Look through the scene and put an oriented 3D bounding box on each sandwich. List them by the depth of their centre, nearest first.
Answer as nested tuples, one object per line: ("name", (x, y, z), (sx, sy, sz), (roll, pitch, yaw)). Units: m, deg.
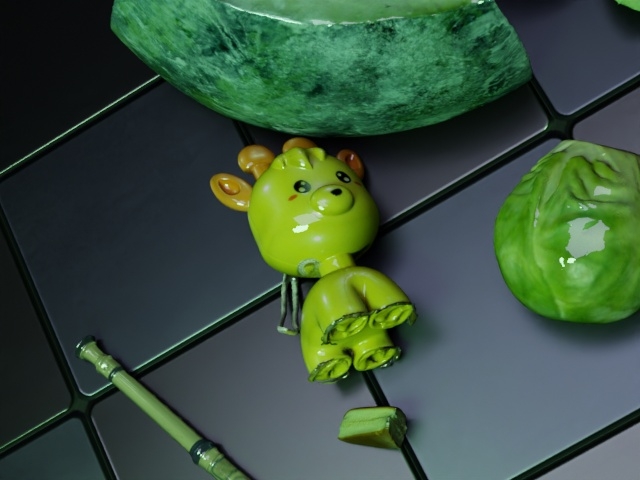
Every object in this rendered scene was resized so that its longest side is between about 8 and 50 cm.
("sandwich", (0.052, 0.157, 1.130), (0.083, 0.044, 0.031), (-15, 58, 58))

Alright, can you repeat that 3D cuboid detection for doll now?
("doll", (0.000, 0.000, 1.155), (0.142, 0.135, 0.221), (-15, 61, -22))

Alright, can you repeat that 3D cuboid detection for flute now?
("flute", (-0.133, 0.161, 1.191), (0.233, 0.027, 0.027), (38, 88, 23))

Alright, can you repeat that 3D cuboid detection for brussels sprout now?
("brussels sprout", (0.214, -0.006, 1.083), (0.155, 0.117, 0.155), (-3, 83, 22))

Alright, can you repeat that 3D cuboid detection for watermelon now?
("watermelon", (-0.005, -0.233, 1.177), (0.387, 0.228, 0.258), (5, 67, 13))

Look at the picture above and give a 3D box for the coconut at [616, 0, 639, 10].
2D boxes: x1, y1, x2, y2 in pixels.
("coconut", (0.274, -0.241, 1.151), (0.082, 0.081, 0.083), (28, 40, 23))
